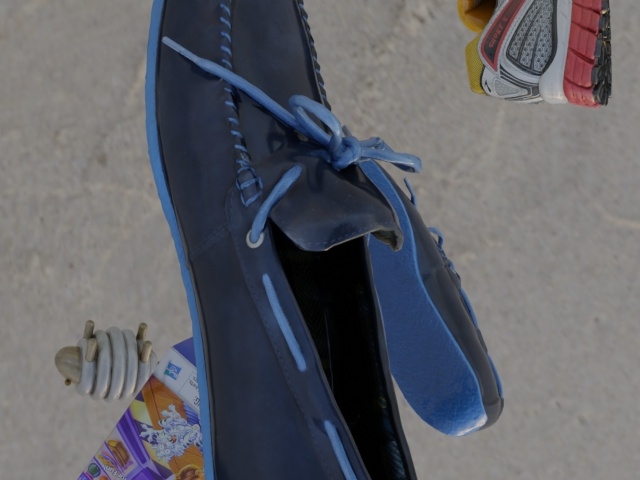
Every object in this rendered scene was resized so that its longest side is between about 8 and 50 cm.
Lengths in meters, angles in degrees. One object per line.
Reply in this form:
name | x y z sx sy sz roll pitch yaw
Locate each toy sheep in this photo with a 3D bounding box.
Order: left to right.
toy sheep | -0.219 0.132 1.615 0.132 0.091 0.091 6 118 -17

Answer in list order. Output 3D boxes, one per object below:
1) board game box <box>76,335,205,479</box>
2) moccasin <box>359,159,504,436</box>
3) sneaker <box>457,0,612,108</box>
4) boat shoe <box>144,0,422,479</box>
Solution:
board game box | -0.046 0.279 1.294 0.347 0.078 0.233 40 110 12
moccasin | 0.093 0.065 1.673 0.137 0.342 0.117 -29 161 24
sneaker | 0.129 -0.172 0.924 0.092 0.225 0.088 -2 135 12
boat shoe | 0.000 0.000 0.608 0.109 0.089 0.258 -11 88 -52
